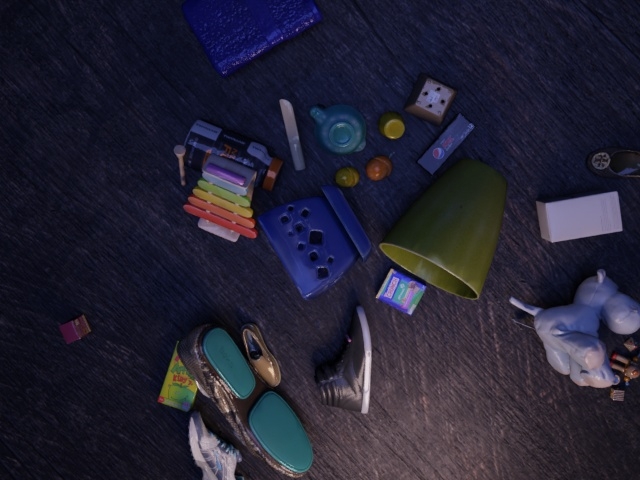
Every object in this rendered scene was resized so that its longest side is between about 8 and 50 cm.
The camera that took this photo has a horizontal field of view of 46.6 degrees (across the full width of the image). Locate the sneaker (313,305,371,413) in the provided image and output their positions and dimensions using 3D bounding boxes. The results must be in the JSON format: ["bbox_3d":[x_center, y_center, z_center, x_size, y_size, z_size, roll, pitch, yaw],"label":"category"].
[{"bbox_3d":[0.056,0.318,1.962,0.147,0.104,0.295,0,101,-3],"label":"sneaker"}]

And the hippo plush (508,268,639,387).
[{"bbox_3d":[0.684,0.214,1.902,0.237,0.234,0.294,-40,51,-11],"label":"hippo plush"}]

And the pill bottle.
[{"bbox_3d":[-0.220,-0.209,1.897,0.246,0.130,0.130,22,98,0],"label":"pill bottle"}]

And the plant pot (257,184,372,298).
[{"bbox_3d":[0.000,0.000,1.853,0.212,0.236,0.236,-30,83,-1],"label":"plant pot"}]

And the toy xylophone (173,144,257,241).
[{"bbox_3d":[-0.263,-0.120,1.858,0.236,0.322,0.081,19,63,7],"label":"toy xylophone"}]

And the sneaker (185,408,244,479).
[{"bbox_3d":[-0.285,0.576,2.023,0.122,0.110,0.282,-20,105,-10],"label":"sneaker"}]

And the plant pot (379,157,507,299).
[{"bbox_3d":[0.335,-0.048,1.847,0.275,0.275,0.293,30,82,-1],"label":"plant pot"}]

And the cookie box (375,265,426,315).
[{"bbox_3d":[0.213,0.133,1.965,0.107,0.040,0.091,27,98,0],"label":"cookie box"}]

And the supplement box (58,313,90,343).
[{"bbox_3d":[-0.660,0.238,1.997,0.043,0.083,0.054,-21,95,5],"label":"supplement box"}]

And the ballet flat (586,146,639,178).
[{"bbox_3d":[0.799,-0.189,1.860,0.250,0.058,0.084,12,90,20],"label":"ballet flat"}]

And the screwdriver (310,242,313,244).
[{"bbox_3d":[0.012,0.015,1.976,0.170,0.025,0.024,11,98,10],"label":"screwdriver"}]

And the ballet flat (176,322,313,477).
[{"bbox_3d":[-0.208,0.426,1.958,0.182,0.164,0.482,-26,105,44],"label":"ballet flat"}]

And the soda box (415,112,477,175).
[{"bbox_3d":[0.321,-0.247,1.907,0.060,0.053,0.169,41,96,-2],"label":"soda box"}]

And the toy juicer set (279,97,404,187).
[{"bbox_3d":[0.044,-0.246,1.910,0.329,0.089,0.209,7,110,-7],"label":"toy juicer set"}]

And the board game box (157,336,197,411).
[{"bbox_3d":[-0.369,0.365,2.019,0.092,0.043,0.181,19,98,0],"label":"board game box"}]

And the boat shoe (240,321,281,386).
[{"bbox_3d":[-0.166,0.314,1.989,0.068,0.072,0.190,-28,95,5],"label":"boat shoe"}]

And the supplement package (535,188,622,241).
[{"bbox_3d":[0.655,-0.064,1.889,0.179,0.105,0.105,-10,97,3],"label":"supplement package"}]

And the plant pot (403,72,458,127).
[{"bbox_3d":[0.283,-0.357,1.873,0.109,0.096,0.109,26,97,-1],"label":"plant pot"}]

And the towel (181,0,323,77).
[{"bbox_3d":[-0.174,-0.578,1.884,0.308,0.076,0.227,-30,88,6],"label":"towel"}]

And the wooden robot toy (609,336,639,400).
[{"bbox_3d":[0.800,0.342,1.945,0.076,0.079,0.173,21,97,0],"label":"wooden robot toy"}]
